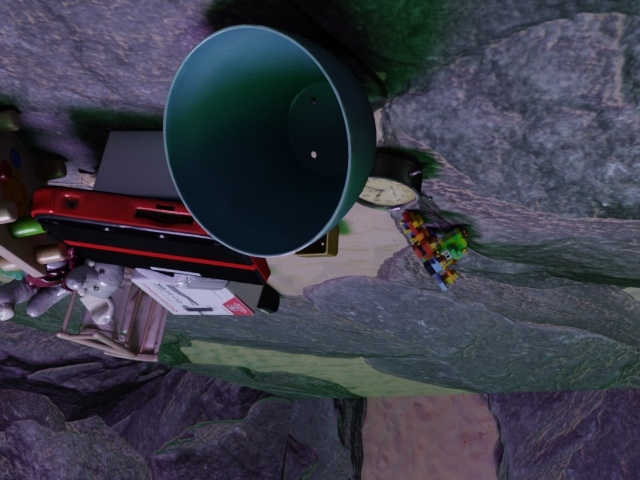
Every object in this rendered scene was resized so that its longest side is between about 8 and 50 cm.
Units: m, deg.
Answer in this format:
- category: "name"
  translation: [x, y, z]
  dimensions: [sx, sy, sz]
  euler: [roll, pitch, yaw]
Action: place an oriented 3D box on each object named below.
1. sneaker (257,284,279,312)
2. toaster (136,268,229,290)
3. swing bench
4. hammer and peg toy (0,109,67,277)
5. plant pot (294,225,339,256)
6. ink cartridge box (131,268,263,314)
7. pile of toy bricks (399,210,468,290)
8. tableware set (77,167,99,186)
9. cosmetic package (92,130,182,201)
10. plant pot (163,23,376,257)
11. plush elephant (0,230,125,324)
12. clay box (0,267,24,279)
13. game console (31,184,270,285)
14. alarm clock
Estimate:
- category: "sneaker"
  translation: [-0.199, 0.160, 1.968]
  dimensions: [0.097, 0.084, 0.234]
  euler: [2, 158, 22]
- category: "toaster"
  translation: [-0.318, 0.038, 1.584]
  dimensions: [0.227, 0.129, 0.146]
  euler: [16, -175, 31]
- category: "swing bench"
  translation: [-0.559, 0.184, 1.946]
  dimensions: [0.165, 0.253, 0.255]
  euler: [-3, 155, 30]
- category: "hammer and peg toy"
  translation: [-0.574, -0.114, 1.223]
  dimensions: [0.127, 0.265, 0.361]
  euler: [-11, 156, 3]
- category: "plant pot"
  translation: [0.000, 0.000, 1.492]
  dimensions: [0.081, 0.081, 0.083]
  euler: [-3, 166, 28]
- category: "ink cartridge box"
  translation: [-0.314, 0.100, 1.788]
  dimensions: [0.273, 0.114, 0.197]
  euler: [-2, 146, 29]
- category: "pile of toy bricks"
  translation: [0.252, 0.012, 1.409]
  dimensions: [0.105, 0.118, 0.212]
  euler: [-31, 136, 11]
- category: "tableware set"
  translation: [-0.422, -0.114, 1.453]
  dimensions: [0.169, 0.020, 0.141]
  euler: [22, 155, -31]
- category: "cosmetic package"
  translation: [-0.251, -0.091, 1.278]
  dimensions: [0.224, 0.138, 0.224]
  euler: [3, 159, 17]
- category: "plant pot"
  translation: [-0.038, -0.142, 0.944]
  dimensions: [0.290, 0.290, 0.195]
  euler: [-6, -169, 34]
- category: "plush elephant"
  translation: [-0.597, 0.070, 1.679]
  dimensions: [0.256, 0.271, 0.330]
  euler: [16, -169, 21]
- category: "clay box"
  translation: [-0.670, -0.032, 1.484]
  dimensions: [0.127, 0.222, 0.053]
  euler: [23, 155, -30]
- category: "game console"
  translation: [-0.298, -0.001, 1.282]
  dimensions: [0.387, 0.060, 0.342]
  euler: [8, 164, 6]
- category: "alarm clock"
  translation: [0.092, -0.103, 1.208]
  dimensions: [0.192, 0.064, 0.129]
  euler: [-1, 157, 19]
